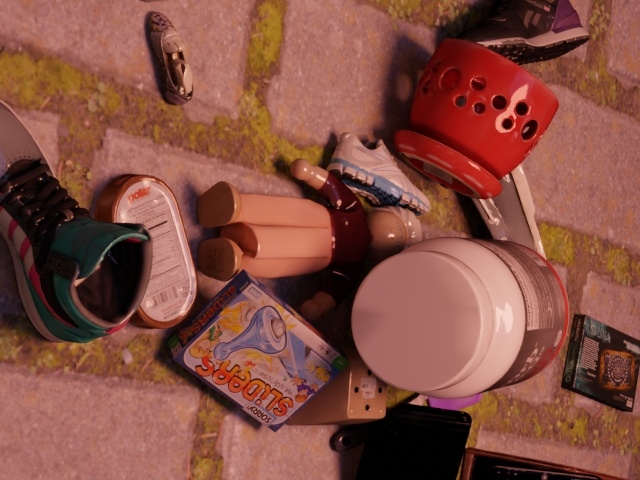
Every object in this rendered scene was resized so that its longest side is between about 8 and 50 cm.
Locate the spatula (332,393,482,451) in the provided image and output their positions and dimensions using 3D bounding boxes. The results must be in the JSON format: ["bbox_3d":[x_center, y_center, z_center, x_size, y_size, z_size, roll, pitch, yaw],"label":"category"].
[{"bbox_3d":[0.124,0.236,1.947,0.296,0.030,0.084,-20,104,-43],"label":"spatula"}]

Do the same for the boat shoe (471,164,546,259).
[{"bbox_3d":[0.282,0.005,2.080,0.099,0.116,0.319,-17,116,1],"label":"boat shoe"}]

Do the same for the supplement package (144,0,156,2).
[{"bbox_3d":[-0.097,-0.430,1.603,0.199,0.198,0.263,-19,104,-44],"label":"supplement package"}]

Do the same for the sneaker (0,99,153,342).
[{"bbox_3d":[-0.274,-0.018,1.444,0.124,0.178,0.295,-40,117,-37],"label":"sneaker"}]

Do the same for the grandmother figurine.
[{"bbox_3d":[0.000,0.000,1.777,0.342,0.104,0.208,-2,100,-42],"label":"grandmother figurine"}]

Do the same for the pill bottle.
[{"bbox_3d":[0.187,0.100,1.811,0.363,0.210,0.210,2,89,-65],"label":"pill bottle"}]

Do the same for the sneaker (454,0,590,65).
[{"bbox_3d":[0.281,-0.331,2.072,0.283,0.107,0.124,-15,81,-44],"label":"sneaker"}]

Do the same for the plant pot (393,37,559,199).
[{"bbox_3d":[0.211,-0.161,1.908,0.191,0.191,0.174,31,84,-41],"label":"plant pot"}]

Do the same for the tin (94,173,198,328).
[{"bbox_3d":[-0.202,0.013,1.618,0.106,0.040,0.190,-29,110,-45],"label":"tin"}]

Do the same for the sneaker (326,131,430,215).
[{"bbox_3d":[0.089,-0.093,1.885,0.190,0.071,0.083,28,65,-42],"label":"sneaker"}]

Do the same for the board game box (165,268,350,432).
[{"bbox_3d":[-0.075,0.139,1.696,0.136,0.035,0.201,-44,127,7],"label":"board game box"}]

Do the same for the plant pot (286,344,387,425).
[{"bbox_3d":[0.029,0.194,1.805,0.109,0.096,0.109,7,86,-45],"label":"plant pot"}]

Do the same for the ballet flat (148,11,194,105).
[{"bbox_3d":[-0.173,-0.218,1.640,0.041,0.041,0.114,-24,107,-42],"label":"ballet flat"}]

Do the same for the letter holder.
[{"bbox_3d":[0.381,0.419,2.075,0.302,0.214,0.152,19,77,-44],"label":"letter holder"}]

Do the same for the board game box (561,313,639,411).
[{"bbox_3d":[0.476,0.207,2.300,0.186,0.026,0.126,24,73,-42],"label":"board game box"}]

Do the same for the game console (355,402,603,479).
[{"bbox_3d":[0.225,0.341,1.885,0.361,0.044,0.213,8,110,-12],"label":"game console"}]
